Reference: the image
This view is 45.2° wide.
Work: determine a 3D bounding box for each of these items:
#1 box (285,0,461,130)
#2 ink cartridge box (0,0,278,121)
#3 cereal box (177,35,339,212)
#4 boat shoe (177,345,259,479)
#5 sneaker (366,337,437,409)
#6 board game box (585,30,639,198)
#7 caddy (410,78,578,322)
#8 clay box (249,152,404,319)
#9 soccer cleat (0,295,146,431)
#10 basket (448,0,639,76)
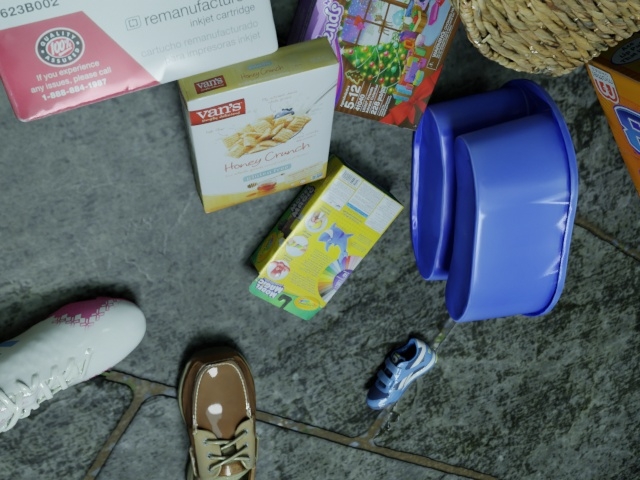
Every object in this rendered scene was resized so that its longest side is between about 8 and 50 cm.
[{"bbox_3d":[0.081,-0.296,0.949,0.201,0.057,0.293,8,115,-27],"label":"box"},{"bbox_3d":[-0.222,-0.346,0.725,0.279,0.160,0.384,-19,124,-13],"label":"ink cartridge box"},{"bbox_3d":[-0.071,-0.129,0.915,0.173,0.047,0.240,-18,156,-11],"label":"cereal box"},{"bbox_3d":[-0.142,0.313,1.168,0.123,0.120,0.324,-11,122,-18],"label":"boat shoe"},{"bbox_3d":[0.125,0.217,1.273,0.144,0.053,0.059,-44,127,-5],"label":"sneaker"},{"bbox_3d":[0.661,-0.168,1.056,0.356,0.356,0.356,-35,124,3],"label":"board game box"},{"bbox_3d":[0.246,-0.048,1.056,0.179,0.241,0.341,-10,122,-13],"label":"caddy"},{"bbox_3d":[0.000,0.000,1.090,0.127,0.053,0.222,31,104,-34],"label":"clay box"},{"bbox_3d":[-0.375,0.180,0.975,0.331,0.143,0.116,-20,124,-12],"label":"soccer cleat"},{"bbox_3d":[0.243,-0.352,0.902,0.213,0.223,0.299,-32,155,29],"label":"basket"}]
